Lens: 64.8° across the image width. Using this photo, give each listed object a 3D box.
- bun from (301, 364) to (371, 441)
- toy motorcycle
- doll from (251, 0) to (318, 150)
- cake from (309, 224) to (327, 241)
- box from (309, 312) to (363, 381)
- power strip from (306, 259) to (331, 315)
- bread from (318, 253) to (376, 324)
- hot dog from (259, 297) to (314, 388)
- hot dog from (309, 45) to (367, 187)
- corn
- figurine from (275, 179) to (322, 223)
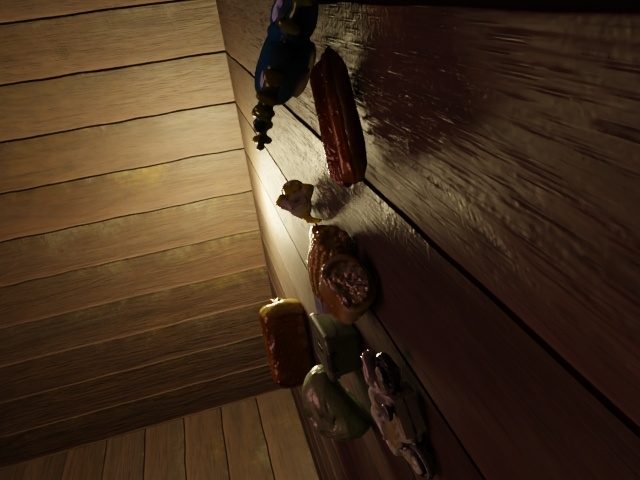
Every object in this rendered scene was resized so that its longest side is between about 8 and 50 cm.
[{"bbox_3d":[0.026,0.421,1.276,0.212,0.126,0.204,50,173,-1],"label":"bun"},{"bbox_3d":[0.131,0.302,0.892,0.228,0.074,0.151,67,163,3],"label":"toy motorcycle"},{"bbox_3d":[-0.038,-0.339,0.817,0.341,0.099,0.346,136,147,-66],"label":"doll"},{"bbox_3d":[0.000,0.000,1.277,0.084,0.044,0.084,167,90,-77],"label":"cake"},{"bbox_3d":[0.041,0.250,1.234,0.172,0.093,0.123,-132,32,-68],"label":"box"},{"bbox_3d":[0.009,0.184,1.460,0.109,0.038,0.278,-154,51,-77],"label":"power strip"},{"bbox_3d":[0.051,0.097,0.996,0.119,0.084,0.177,53,160,16],"label":"bread"},{"bbox_3d":[-0.148,0.413,2.151,0.223,0.185,0.405,-132,32,-66],"label":"hot dog"},{"bbox_3d":[0.032,-0.204,0.825,0.092,0.062,0.235,173,86,-71],"label":"hot dog"},{"bbox_3d":[0.017,0.057,1.123,0.244,0.093,0.093,96,159,-58],"label":"corn"},{"bbox_3d":[-0.059,-0.100,1.362,0.129,0.109,0.178,56,176,-12],"label":"figurine"}]
